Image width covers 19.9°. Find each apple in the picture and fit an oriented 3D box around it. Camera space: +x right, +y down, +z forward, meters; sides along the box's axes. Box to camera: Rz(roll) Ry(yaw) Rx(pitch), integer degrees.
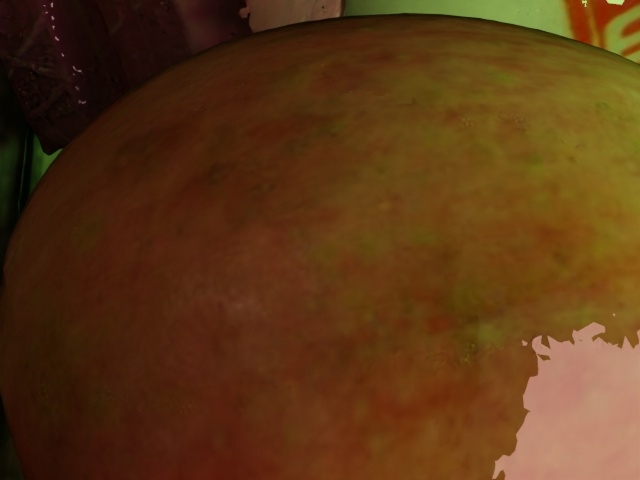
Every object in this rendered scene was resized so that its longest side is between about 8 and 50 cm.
[{"bbox_3d":[0.039,0.075,0.774,0.364,0.364,0.364,-2,93,-47],"label":"apple"}]

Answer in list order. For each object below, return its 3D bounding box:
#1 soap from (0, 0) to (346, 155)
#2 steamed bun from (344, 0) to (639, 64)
[{"bbox_3d":[-0.097,-0.205,0.887,0.127,0.220,0.325,-44,122,-47],"label":"soap"},{"bbox_3d":[0.157,-0.196,1.140,0.374,0.241,0.374,-7,100,-48],"label":"steamed bun"}]
